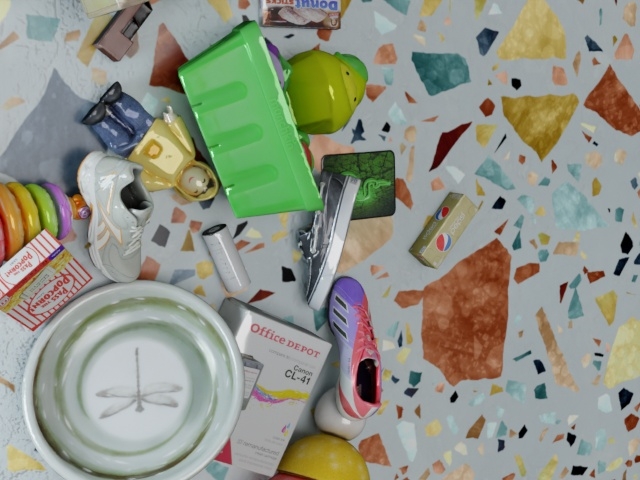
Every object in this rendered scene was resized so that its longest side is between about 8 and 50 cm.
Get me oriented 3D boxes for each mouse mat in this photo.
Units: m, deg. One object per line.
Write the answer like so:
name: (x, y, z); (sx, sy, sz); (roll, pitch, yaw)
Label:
mouse mat: (0.088, -0.121, 1.715); (0.190, 0.007, 0.152); (-7, 102, -25)

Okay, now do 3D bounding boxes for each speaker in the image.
speaker: (-0.191, 0.038, 1.568); (0.055, 0.055, 0.136); (-29, 110, -21)

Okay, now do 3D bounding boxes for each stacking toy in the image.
stacking toy: (-0.504, -0.043, 1.358); (0.302, 0.166, 0.175); (-16, 115, -40)
stacking toy: (0.003, 0.545, 1.652); (0.351, 0.351, 0.479); (32, 66, -28)

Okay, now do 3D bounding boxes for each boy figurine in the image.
boy figurine: (-0.313, -0.162, 1.453); (0.285, 0.092, 0.177); (43, 78, -22)

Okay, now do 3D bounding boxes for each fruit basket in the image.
fruit basket: (-0.055, -0.256, 1.492); (0.393, 0.283, 0.391); (-3, 106, -10)

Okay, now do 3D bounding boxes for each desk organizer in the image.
desk organizer: (-0.359, -0.395, 1.416); (0.050, 0.047, 0.130); (38, 80, -29)

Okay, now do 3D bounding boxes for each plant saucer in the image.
plant saucer: (-0.344, 0.276, 1.446); (0.401, 0.100, 0.400); (3, 70, -7)

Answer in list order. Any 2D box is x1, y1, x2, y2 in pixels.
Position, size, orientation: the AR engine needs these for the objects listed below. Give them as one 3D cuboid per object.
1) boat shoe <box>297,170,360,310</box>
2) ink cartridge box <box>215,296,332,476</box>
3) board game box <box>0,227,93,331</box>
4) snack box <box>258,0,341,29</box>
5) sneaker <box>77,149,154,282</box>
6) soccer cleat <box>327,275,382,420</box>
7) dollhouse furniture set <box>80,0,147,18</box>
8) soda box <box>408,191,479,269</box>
boat shoe: (0.000, 0.000, 1.641); (0.102, 0.108, 0.301); (15, 105, 3)
ink cartridge box: (-0.147, 0.303, 1.592); (0.226, 0.131, 0.306); (26, 87, -28)
board game box: (-0.494, 0.074, 1.348); (0.045, 0.193, 0.147); (42, 76, 13)
snack box: (-0.041, -0.470, 1.582); (0.178, 0.022, 0.064); (-5, 99, -26)
sneaker: (-0.353, -0.030, 1.390); (0.099, 0.121, 0.262); (-49, 142, -49)
soccer cleat: (0.085, 0.223, 1.654); (0.109, 0.116, 0.318); (7, 68, -24)
dollhouse furniture set: (-0.223, -0.549, 1.253); (0.394, 0.362, 0.256); (-28, 113, -28)
soda box: (0.290, -0.025, 1.805); (0.061, 0.058, 0.181); (41, 79, -26)
